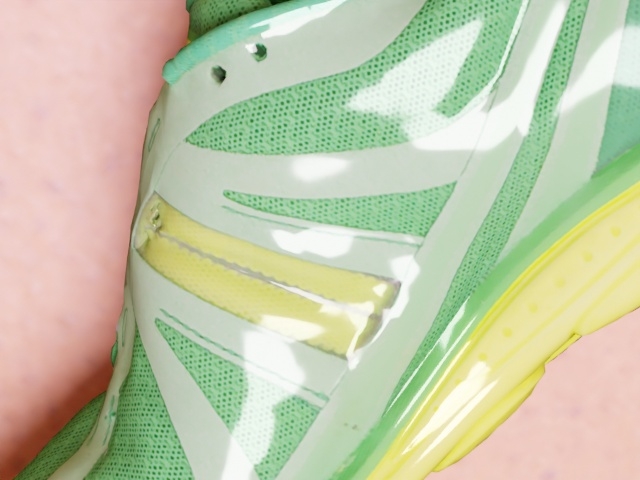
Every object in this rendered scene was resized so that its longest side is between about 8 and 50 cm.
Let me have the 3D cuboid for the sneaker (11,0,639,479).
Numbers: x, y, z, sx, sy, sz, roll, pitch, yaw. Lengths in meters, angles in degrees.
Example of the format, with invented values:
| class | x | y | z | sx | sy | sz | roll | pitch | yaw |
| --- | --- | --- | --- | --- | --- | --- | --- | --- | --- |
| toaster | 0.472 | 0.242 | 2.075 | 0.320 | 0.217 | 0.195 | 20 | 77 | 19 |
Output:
| class | x | y | z | sx | sy | sz | roll | pitch | yaw |
| --- | --- | --- | --- | --- | --- | --- | --- | --- | --- |
| sneaker | 0.000 | 0.000 | 0.380 | 0.295 | 0.109 | 0.123 | -44 | 89 | 11 |
